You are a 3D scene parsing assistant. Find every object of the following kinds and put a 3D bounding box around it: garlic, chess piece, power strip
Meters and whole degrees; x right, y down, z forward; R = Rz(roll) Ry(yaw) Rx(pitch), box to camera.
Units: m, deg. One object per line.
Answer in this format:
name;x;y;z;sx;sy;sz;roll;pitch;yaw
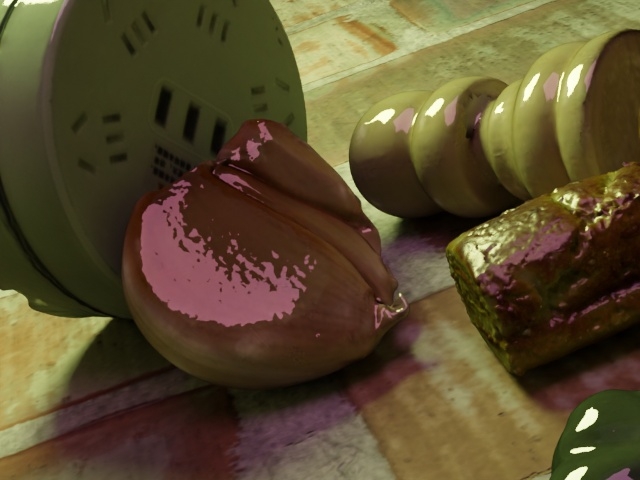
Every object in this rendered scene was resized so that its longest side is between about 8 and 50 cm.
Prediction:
garlic;-0.044;0.031;1.107;0.217;0.110;0.228;-35;63;-31
chess piece;0.154;-0.080;1.216;0.299;0.167;0.167;-6;24;44
power strip;-0.165;-0.108;1.235;0.161;0.358;0.357;-3;27;38

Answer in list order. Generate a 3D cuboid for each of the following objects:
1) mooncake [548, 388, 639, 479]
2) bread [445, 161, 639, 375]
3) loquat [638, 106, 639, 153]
mooncake;0.197;0.138;0.713;0.175;0.104;0.168;-26;29;-10
bread;0.187;0.015;1.001;0.172;0.103;0.132;-22;19;-3
loquat;0.328;-0.043;0.827;0.274;0.275;0.275;-16;22;7
